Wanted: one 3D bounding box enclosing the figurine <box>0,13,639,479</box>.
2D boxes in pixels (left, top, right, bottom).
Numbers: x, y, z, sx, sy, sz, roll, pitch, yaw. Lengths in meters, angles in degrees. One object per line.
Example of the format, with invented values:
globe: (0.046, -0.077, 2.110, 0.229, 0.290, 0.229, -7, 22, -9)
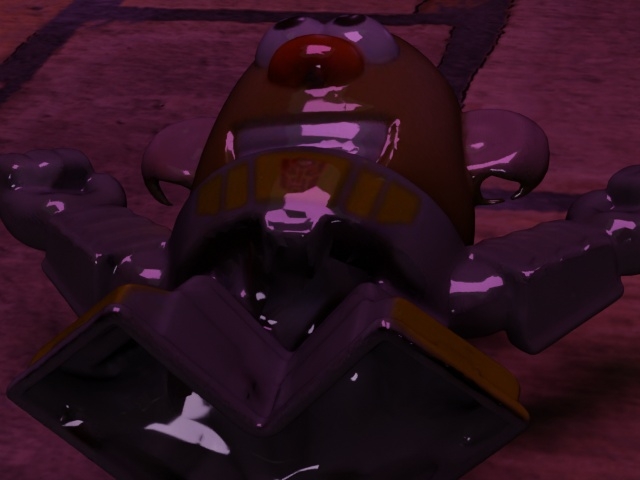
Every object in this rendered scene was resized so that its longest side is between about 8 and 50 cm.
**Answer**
figurine: (-0.001, 0.001, 0.802, 0.342, 0.167, 0.285, 20, 38, 0)
